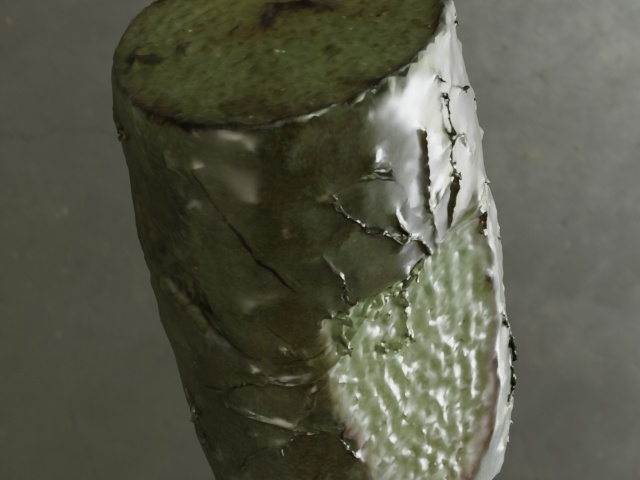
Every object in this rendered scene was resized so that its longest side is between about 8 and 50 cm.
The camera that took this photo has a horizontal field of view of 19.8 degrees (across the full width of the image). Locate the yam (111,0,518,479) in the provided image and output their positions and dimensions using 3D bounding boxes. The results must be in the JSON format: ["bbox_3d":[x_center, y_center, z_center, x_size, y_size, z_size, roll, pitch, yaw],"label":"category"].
[{"bbox_3d":[0.000,0.000,0.711,0.154,0.154,0.254,-26,137,-11],"label":"yam"}]
